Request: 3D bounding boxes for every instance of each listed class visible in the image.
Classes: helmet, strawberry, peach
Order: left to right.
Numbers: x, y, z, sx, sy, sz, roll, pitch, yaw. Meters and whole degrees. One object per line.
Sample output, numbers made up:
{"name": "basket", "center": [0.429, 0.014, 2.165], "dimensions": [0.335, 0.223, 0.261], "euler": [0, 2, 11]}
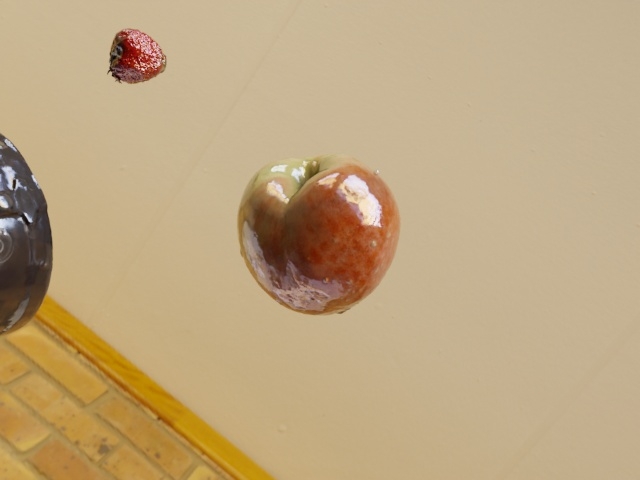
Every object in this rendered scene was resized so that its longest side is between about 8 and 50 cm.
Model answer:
{"name": "helmet", "center": [-0.408, 0.005, 0.565], "dimensions": [0.278, 0.160, 0.231], "euler": [-19, -89, 25]}
{"name": "strawberry", "center": [-0.328, -0.328, 1.033], "dimensions": [0.106, 0.106, 0.106], "euler": [3, -78, 15]}
{"name": "peach", "center": [0.000, 0.000, 0.769], "dimensions": [0.232, 0.232, 0.233], "euler": [3, -78, 15]}
